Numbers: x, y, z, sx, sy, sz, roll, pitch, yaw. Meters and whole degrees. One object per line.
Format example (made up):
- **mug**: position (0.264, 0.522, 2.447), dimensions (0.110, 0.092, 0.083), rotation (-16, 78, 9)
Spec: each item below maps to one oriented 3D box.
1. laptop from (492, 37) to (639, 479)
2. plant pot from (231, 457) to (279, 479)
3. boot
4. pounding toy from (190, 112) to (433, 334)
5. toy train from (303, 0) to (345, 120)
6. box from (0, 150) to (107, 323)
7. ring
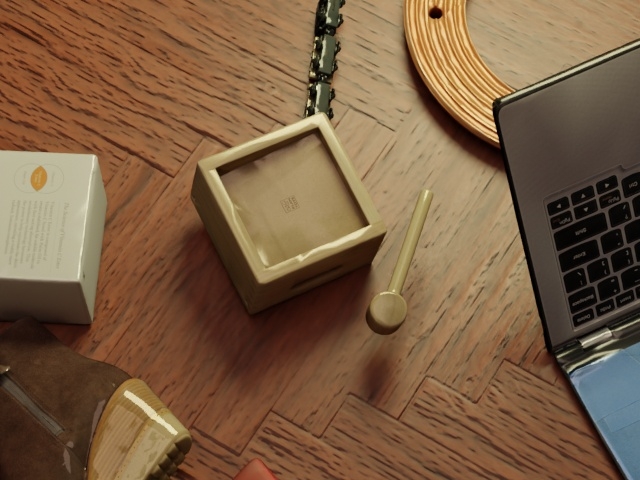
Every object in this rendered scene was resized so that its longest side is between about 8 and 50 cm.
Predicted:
- **laptop**: position (0.398, 0.024, 1.672), dimensions (0.382, 0.408, 0.236), rotation (-24, 32, -12)
- **plant pot**: position (-0.049, 0.333, 1.421), dimensions (0.243, 0.275, 0.275), rotation (-41, 69, -5)
- **boot**: position (-0.251, 0.200, 1.680), dimensions (0.207, 0.090, 0.248), rotation (30, 68, 27)
- **pounding toy**: position (0.011, 0.001, 1.763), dimensions (0.181, 0.094, 0.206), rotation (-23, 74, -16)
- **toy train**: position (0.001, -0.167, 1.874), dimensions (0.027, 0.036, 0.158), rotation (15, 60, -17)
- **box**: position (-0.284, -0.004, 1.762), dimensions (0.170, 0.091, 0.130), rotation (3, 63, 2)
- **ring**: position (0.247, -0.212, 1.899), dimensions (0.337, 0.032, 0.336), rotation (0, 63, -1)
